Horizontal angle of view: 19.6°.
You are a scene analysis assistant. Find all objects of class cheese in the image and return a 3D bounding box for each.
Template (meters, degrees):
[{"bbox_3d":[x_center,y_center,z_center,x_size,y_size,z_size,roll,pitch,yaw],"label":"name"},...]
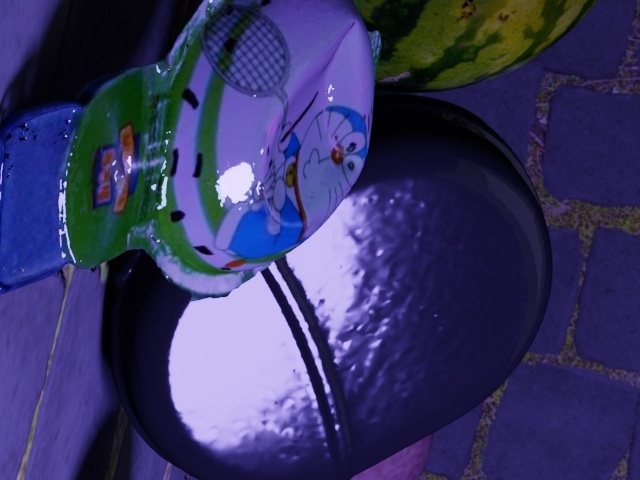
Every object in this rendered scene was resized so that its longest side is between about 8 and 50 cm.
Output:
[{"bbox_3d":[-0.060,-0.053,0.995,0.320,0.083,0.204,-25,130,-52],"label":"cheese"}]

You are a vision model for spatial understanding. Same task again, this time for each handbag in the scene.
[{"bbox_3d":[0.008,0.036,1.208,0.093,0.308,0.254,52,-12,56],"label":"handbag"}]

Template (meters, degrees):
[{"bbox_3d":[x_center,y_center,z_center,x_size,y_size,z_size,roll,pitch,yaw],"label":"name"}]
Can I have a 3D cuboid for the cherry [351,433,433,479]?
[{"bbox_3d":[-0.002,0.136,1.610,0.285,0.212,0.236,-88,-165,-67],"label":"cherry"}]

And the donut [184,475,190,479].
[{"bbox_3d":[-0.130,0.252,1.219,0.233,0.085,0.199,-59,160,-72],"label":"donut"}]

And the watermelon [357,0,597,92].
[{"bbox_3d":[0.063,-0.237,1.183,0.285,0.285,0.285,11,90,-84],"label":"watermelon"}]

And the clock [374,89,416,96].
[{"bbox_3d":[0.000,0.000,1.317,0.094,0.223,0.274,-106,-163,-64],"label":"clock"}]
